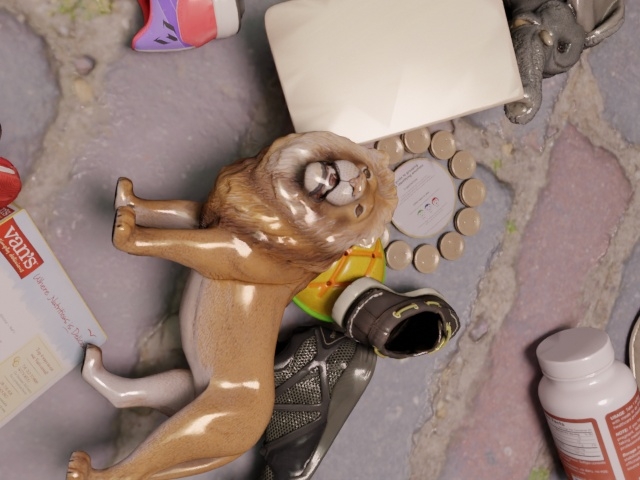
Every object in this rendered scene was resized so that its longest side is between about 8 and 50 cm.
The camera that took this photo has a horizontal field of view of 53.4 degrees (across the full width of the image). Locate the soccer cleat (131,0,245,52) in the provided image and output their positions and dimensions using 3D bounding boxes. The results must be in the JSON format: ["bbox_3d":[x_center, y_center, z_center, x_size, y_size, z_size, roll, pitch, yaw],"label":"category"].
[{"bbox_3d":[-0.177,-0.339,0.604,0.117,0.109,0.318,-23,103,-14],"label":"soccer cleat"}]

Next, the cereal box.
[{"bbox_3d":[-0.318,0.099,0.536,0.240,0.047,0.172,-42,136,-31],"label":"cereal box"}]

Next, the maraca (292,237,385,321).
[{"bbox_3d":[0.000,0.000,0.693,0.127,0.099,0.185,-32,97,-23],"label":"maraca"}]

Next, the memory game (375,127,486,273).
[{"bbox_3d":[0.122,-0.050,0.782,0.186,0.012,0.186,-1,94,-20],"label":"memory game"}]

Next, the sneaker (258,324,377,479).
[{"bbox_3d":[-0.044,0.190,0.700,0.130,0.087,0.227,28,100,2],"label":"sneaker"}]

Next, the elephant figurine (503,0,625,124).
[{"bbox_3d":[0.265,-0.267,0.754,0.186,0.169,0.239,-15,96,1],"label":"elephant figurine"}]

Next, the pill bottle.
[{"bbox_3d":[0.359,0.229,0.831,0.121,0.121,0.216,-25,102,-18],"label":"pill bottle"}]

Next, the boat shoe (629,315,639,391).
[{"bbox_3d":[0.484,0.182,0.922,0.065,0.075,0.205,27,74,-63],"label":"boat shoe"}]

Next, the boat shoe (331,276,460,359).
[{"bbox_3d":[0.101,0.097,0.702,0.228,0.069,0.081,16,109,-52],"label":"boat shoe"}]

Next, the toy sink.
[{"bbox_3d":[0.068,-0.187,0.679,0.234,0.131,0.152,-18,98,-5],"label":"toy sink"}]

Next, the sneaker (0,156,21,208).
[{"bbox_3d":[-0.334,-0.091,0.455,0.221,0.087,0.128,8,57,-41],"label":"sneaker"}]

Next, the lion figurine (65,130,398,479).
[{"bbox_3d":[-0.085,0.078,0.593,0.240,0.142,0.391,11,106,-21],"label":"lion figurine"}]
